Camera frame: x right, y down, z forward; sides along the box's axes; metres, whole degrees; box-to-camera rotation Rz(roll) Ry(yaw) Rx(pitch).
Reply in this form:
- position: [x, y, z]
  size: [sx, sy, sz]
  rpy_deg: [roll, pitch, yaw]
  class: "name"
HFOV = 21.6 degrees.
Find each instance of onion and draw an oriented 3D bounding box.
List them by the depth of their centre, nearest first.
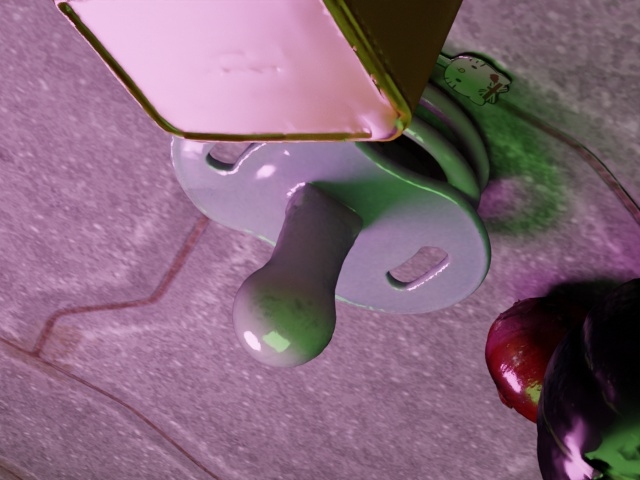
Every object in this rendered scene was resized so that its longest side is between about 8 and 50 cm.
- position: [0.210, 0.111, 1.532]
  size: [0.131, 0.131, 0.131]
  rpy_deg: [19, 151, 11]
  class: "onion"

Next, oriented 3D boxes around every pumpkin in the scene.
- position: [0.322, 0.140, 1.403]
  size: [0.295, 0.296, 0.296]
  rpy_deg: [19, 151, 11]
  class: "pumpkin"

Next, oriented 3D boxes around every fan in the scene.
- position: [0.109, -0.134, 1.323]
  size: [0.083, 0.004, 0.056]
  rpy_deg: [30, 152, -10]
  class: "fan"

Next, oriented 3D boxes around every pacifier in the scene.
- position: [0.000, 0.000, 1.395]
  size: [0.299, 0.233, 0.244]
  rpy_deg: [32, 148, -15]
  class: "pacifier"

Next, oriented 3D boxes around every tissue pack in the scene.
- position: [0.001, -0.206, 1.010]
  size: [0.194, 0.275, 0.145]
  rpy_deg: [1, 145, 38]
  class: "tissue pack"
